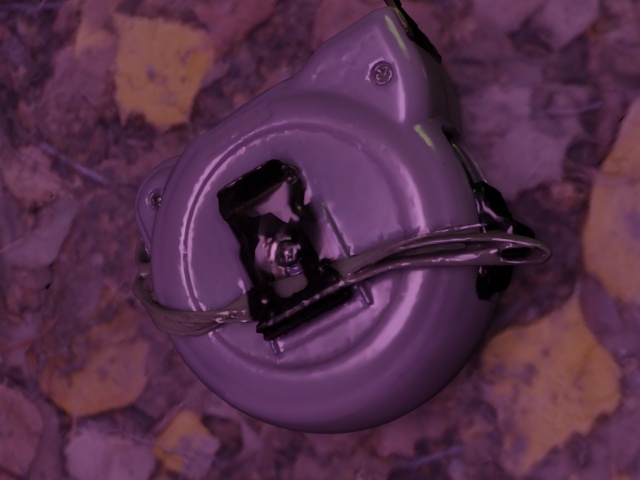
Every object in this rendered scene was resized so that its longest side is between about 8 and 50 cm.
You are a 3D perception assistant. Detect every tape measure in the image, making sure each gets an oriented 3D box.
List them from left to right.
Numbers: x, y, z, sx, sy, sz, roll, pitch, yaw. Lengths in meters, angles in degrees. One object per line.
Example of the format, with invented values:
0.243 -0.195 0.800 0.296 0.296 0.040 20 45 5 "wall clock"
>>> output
0.004 0.001 0.504 0.196 0.105 0.178 -37 72 14 "tape measure"
